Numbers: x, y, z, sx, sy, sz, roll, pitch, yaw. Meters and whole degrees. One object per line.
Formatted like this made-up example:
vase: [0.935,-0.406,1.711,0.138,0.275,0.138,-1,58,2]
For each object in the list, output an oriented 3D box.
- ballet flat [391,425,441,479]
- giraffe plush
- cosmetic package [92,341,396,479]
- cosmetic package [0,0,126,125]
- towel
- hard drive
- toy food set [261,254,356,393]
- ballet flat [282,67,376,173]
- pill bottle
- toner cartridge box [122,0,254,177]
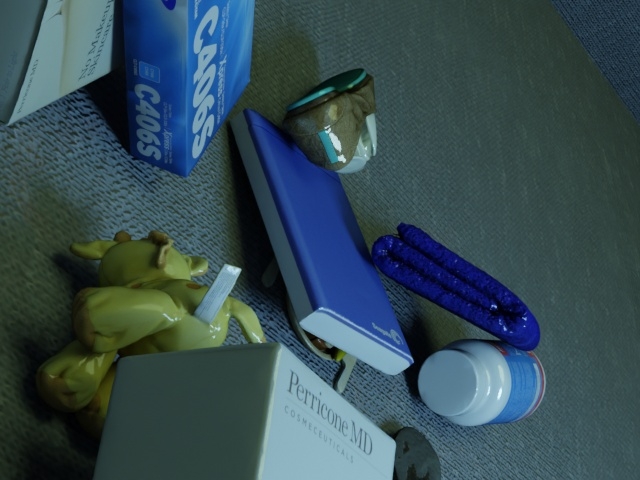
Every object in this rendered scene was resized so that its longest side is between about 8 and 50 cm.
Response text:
ballet flat: [0.103,0.325,1.623,0.084,0.058,0.250,33,30,-14]
giraffe plush: [-0.168,0.065,1.226,0.181,0.210,0.170,41,6,-35]
cosmetic package: [-0.076,0.333,1.021,0.230,0.161,0.453,45,45,-49]
cosmetic package: [-0.249,-0.240,1.273,0.113,0.160,0.309,28,28,6]
towel: [0.194,0.064,1.760,0.227,0.076,0.308,28,-1,14]
hard drive: [0.000,0.000,1.629,0.210,0.040,0.319,33,29,-48]
toy food set: [0.003,0.086,1.639,0.192,0.038,0.132,56,28,-19]
ballet flat: [0.028,-0.153,1.763,0.342,0.116,0.124,-64,129,-77]
pill bottle: [0.227,0.201,1.865,0.221,0.124,0.124,10,60,-60]
toner cartridge box: [-0.130,-0.235,1.333,0.348,0.075,0.165,99,16,-56]
